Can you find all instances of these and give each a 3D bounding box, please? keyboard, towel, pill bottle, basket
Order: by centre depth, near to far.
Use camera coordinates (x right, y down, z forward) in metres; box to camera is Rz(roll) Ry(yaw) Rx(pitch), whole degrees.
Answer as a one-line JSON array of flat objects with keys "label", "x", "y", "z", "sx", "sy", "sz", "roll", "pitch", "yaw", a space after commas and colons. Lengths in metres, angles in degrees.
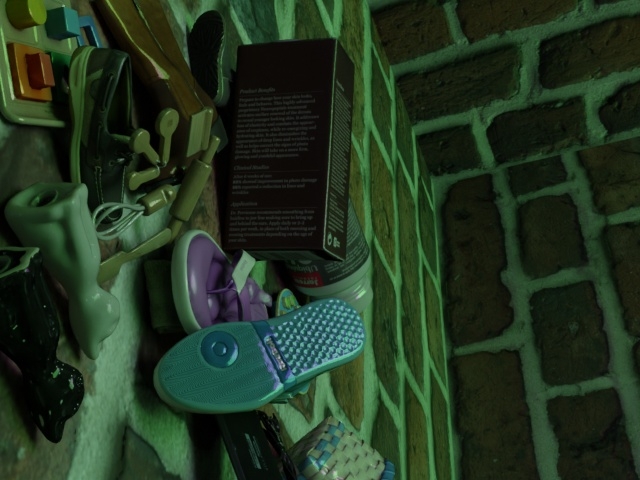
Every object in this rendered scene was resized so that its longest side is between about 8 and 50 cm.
[{"label": "towel", "x": -0.207, "y": 0.081, "z": 1.246, "sx": 0.148, "sy": 0.027, "sz": 0.110, "roll": 22, "pitch": 56, "yaw": -71}, {"label": "keyboard", "x": -0.090, "y": 0.323, "z": 1.279, "sx": 0.201, "sy": 0.033, "sz": 0.317, "roll": 37, "pitch": 23, "yaw": -56}, {"label": "basket", "x": 0.046, "y": 0.460, "z": 1.447, "sx": 0.289, "sy": 0.201, "sz": 0.255, "roll": 46, "pitch": 17, "yaw": 5}, {"label": "pill bottle", "x": 0.000, "y": 0.000, "z": 1.746, "sx": 0.176, "sy": 0.176, "sz": 0.318, "roll": -76, "pitch": 149, "yaw": -57}]

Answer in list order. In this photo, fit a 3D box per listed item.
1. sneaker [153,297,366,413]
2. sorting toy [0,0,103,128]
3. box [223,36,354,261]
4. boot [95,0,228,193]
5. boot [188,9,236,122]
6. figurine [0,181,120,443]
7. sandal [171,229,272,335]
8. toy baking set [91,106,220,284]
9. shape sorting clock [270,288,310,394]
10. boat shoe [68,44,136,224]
[{"label": "sneaker", "x": -0.106, "y": 0.191, "z": 1.236, "sx": 0.319, "sy": 0.208, "sz": 0.127, "roll": -10, "pitch": 71, "yaw": -32}, {"label": "sorting toy", "x": -0.328, "y": -0.231, "z": 1.033, "sx": 0.348, "sy": 0.047, "sz": 0.196, "roll": -16, "pitch": 93, "yaw": -74}, {"label": "box", "x": -0.052, "y": -0.156, "z": 1.545, "sx": 0.143, "sy": 0.191, "sz": 0.381, "roll": 30, "pitch": 62, "yaw": -70}, {"label": "boot", "x": -0.240, "y": -0.228, "z": 1.259, "sx": 0.280, "sy": 0.096, "sz": 0.264, "roll": 66, "pitch": 27, "yaw": -20}, {"label": "boot", "x": -0.164, "y": -0.303, "z": 1.603, "sx": 0.208, "sy": 0.076, "sz": 0.189, "roll": 14, "pitch": 78, "yaw": -65}, {"label": "figurine", "x": -0.282, "y": 0.070, "z": 0.920, "sx": 0.215, "sy": 0.092, "sz": 0.209, "roll": -78, "pitch": 159, "yaw": -57}, {"label": "sandal", "x": -0.124, "y": 0.081, "z": 1.322, "sx": 0.416, "sy": 0.102, "sz": 0.169, "roll": 55, "pitch": 26, "yaw": -72}, {"label": "toy baking set", "x": -0.215, "y": -0.063, "z": 1.114, "sx": 0.256, "sy": 0.030, "sz": 0.197, "roll": -66, "pitch": 157, "yaw": 5}, {"label": "shape sorting clock", "x": -0.049, "y": 0.194, "z": 1.677, "sx": 0.206, "sy": 0.040, "sz": 0.206, "roll": -12, "pitch": 90, "yaw": -74}, {"label": "boat shoe", "x": -0.259, "y": -0.124, "z": 1.061, "sx": 0.080, "sy": 0.073, "sz": 0.223, "roll": -41, "pitch": 133, "yaw": -66}]
